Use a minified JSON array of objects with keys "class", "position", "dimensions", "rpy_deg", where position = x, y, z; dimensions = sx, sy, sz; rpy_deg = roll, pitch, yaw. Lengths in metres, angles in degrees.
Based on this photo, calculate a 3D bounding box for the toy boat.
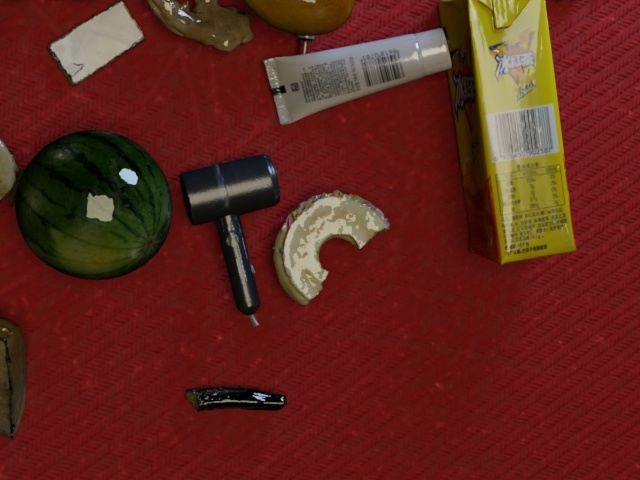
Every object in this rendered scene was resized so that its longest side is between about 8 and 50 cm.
[{"class":"toy boat","position":[-0.288,-0.254,1.914],"dimensions":[0.115,0.016,0.063],"rpy_deg":[-34,101,-8]}]

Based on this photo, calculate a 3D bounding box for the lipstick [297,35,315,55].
[{"class":"lipstick","position":[-0.016,-0.295,1.964],"dimensions":[0.030,0.030,0.129],"rpy_deg":[5,100,-13]}]

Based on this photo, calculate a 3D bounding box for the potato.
[{"class":"potato","position":[-0.424,0.158,1.903],"dimensions":[0.100,0.089,0.172],"rpy_deg":[5,127,7]}]

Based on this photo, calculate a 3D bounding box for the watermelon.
[{"class":"watermelon","position":[-0.289,-0.050,1.853],"dimensions":[0.214,0.188,0.188],"rpy_deg":[34,87,22]}]

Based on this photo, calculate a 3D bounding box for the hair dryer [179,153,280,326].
[{"class":"hair dryer","position":[-0.101,0.004,1.939],"dimensions":[0.124,0.071,0.219],"rpy_deg":[-12,88,-8]}]

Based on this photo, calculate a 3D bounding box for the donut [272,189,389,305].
[{"class":"donut","position":[-0.001,-0.005,1.976],"dimensions":[0.166,0.065,0.108],"rpy_deg":[-41,102,-5]}]

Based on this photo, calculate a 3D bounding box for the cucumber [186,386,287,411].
[{"class":"cucumber","position":[-0.112,0.211,1.990],"dimensions":[0.134,0.033,0.034],"rpy_deg":[0,63,-14]}]

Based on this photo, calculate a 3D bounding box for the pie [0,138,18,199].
[{"class":"pie","position":[-0.495,-0.076,1.842],"dimensions":[0.185,0.052,0.218],"rpy_deg":[42,103,-19]}]

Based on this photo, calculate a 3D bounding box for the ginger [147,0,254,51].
[{"class":"ginger","position":[-0.100,-0.353,1.928],"dimensions":[0.258,0.065,0.149],"rpy_deg":[-47,115,-11]}]

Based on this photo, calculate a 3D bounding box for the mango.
[{"class":"mango","position":[-0.034,-0.317,1.889],"dimensions":[0.163,0.089,0.111],"rpy_deg":[0,99,-18]}]

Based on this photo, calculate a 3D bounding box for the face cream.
[{"class":"face cream","position":[0.054,-0.223,1.957],"dimensions":[0.243,0.058,0.092],"rpy_deg":[-14,109,4]}]

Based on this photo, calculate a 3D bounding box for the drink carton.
[{"class":"drink carton","position":[0.243,-0.155,1.970],"dimensions":[0.111,0.154,0.351],"rpy_deg":[-10,98,-10]}]
